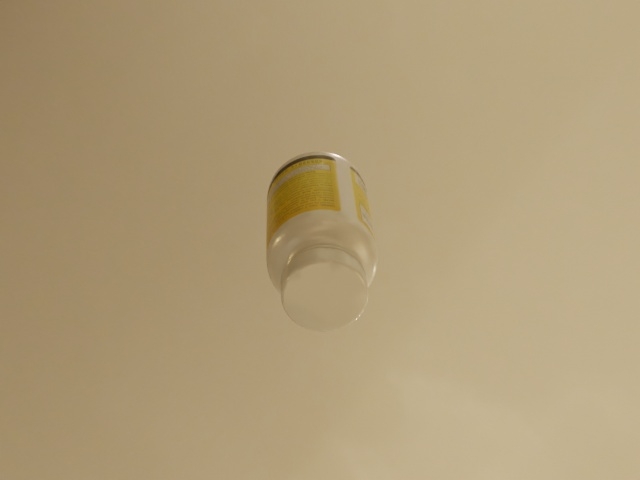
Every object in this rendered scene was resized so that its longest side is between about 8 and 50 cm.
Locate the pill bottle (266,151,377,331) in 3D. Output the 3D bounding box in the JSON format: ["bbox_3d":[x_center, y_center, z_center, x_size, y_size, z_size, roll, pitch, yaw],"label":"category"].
[{"bbox_3d":[0.000,0.000,0.537,0.065,0.116,0.065,-1,-59,-2],"label":"pill bottle"}]
